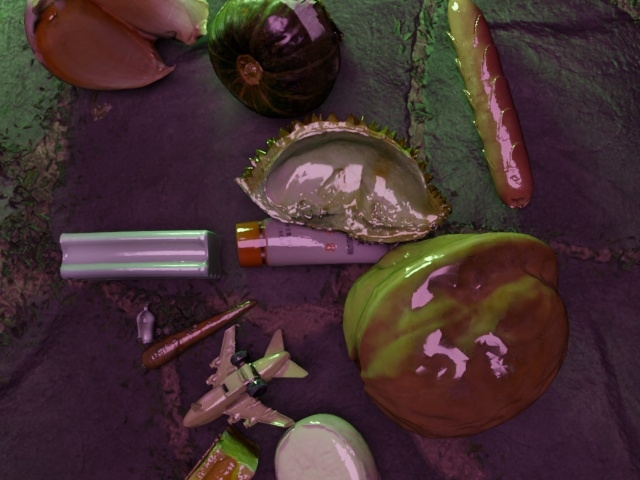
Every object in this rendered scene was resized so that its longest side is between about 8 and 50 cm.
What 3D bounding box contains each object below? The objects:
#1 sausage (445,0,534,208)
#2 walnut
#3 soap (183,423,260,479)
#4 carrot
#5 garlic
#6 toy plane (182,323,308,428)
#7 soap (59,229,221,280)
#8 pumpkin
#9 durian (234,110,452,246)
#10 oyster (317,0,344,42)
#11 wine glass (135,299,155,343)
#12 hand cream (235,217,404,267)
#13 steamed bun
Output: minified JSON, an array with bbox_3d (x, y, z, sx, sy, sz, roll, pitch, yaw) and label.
[{"bbox_3d":[0.317,-0.268,1.552,0.088,0.088,0.433,-17,86,2],"label":"sausage"},{"bbox_3d":[0.231,0.157,1.410,0.384,0.383,0.383,0,87,3],"label":"walnut"},{"bbox_3d":[-0.237,0.490,1.483,0.091,0.199,0.315,37,88,2],"label":"soap"},{"bbox_3d":[-0.232,0.176,1.577,0.254,0.049,0.049,-28,86,-2],"label":"carrot"},{"bbox_3d":[-0.385,-0.425,1.533,0.313,0.249,0.286,17,82,-38],"label":"garlic"},{"bbox_3d":[-0.151,0.270,1.524,0.244,0.092,0.229,-31,61,-9],"label":"toy plane"},{"bbox_3d":[-0.327,0.029,1.532,0.266,0.160,0.087,-1,85,4],"label":"soap"},{"bbox_3d":[-0.075,-0.350,1.516,0.260,0.260,0.189,48,55,5],"label":"pumpkin"},{"bbox_3d":[0.053,-0.112,1.493,0.394,0.163,0.198,19,61,-1],"label":"durian"},{"bbox_3d":[-0.091,-0.496,1.599,0.345,0.078,0.128,41,81,7],"label":"oyster"},{"bbox_3d":[-0.334,0.155,1.584,0.042,0.039,0.083,-1,88,25],"label":"wine glass"},{"bbox_3d":[0.000,0.000,1.557,0.314,0.089,0.139,-8,74,-5],"label":"hand cream"},{"bbox_3d":[0.022,0.428,1.501,0.177,0.131,0.228,-32,77,13],"label":"steamed bun"}]
